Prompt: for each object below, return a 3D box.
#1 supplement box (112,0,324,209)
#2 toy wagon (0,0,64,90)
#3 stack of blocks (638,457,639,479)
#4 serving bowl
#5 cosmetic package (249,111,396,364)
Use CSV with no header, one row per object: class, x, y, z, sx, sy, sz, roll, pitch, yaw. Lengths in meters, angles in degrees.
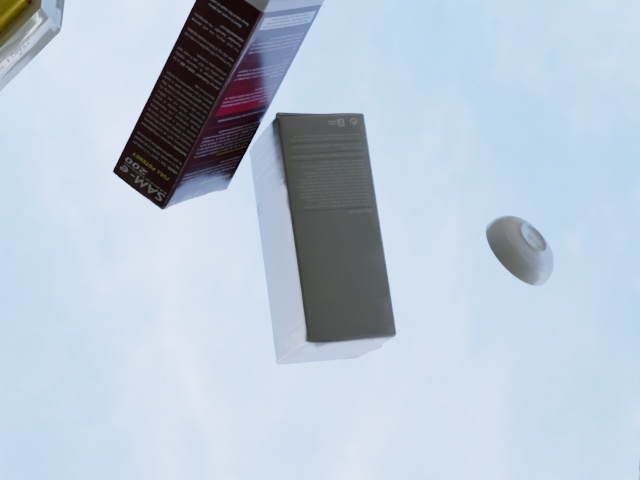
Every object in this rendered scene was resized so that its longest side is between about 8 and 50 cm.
supplement box,-0.098,-0.154,1.681,0.073,0.239,0.130,35,-157,16
toy wagon,-0.352,-0.229,1.353,0.267,0.068,0.344,-45,-116,-3
stack of blocks,0.400,0.128,1.468,0.087,0.297,0.171,38,-154,-2
serving bowl,0.207,0.005,1.737,0.027,0.083,0.083,-44,-139,31
cosmetic package,0.000,0.000,1.748,0.107,0.127,0.238,-1,-106,-17
